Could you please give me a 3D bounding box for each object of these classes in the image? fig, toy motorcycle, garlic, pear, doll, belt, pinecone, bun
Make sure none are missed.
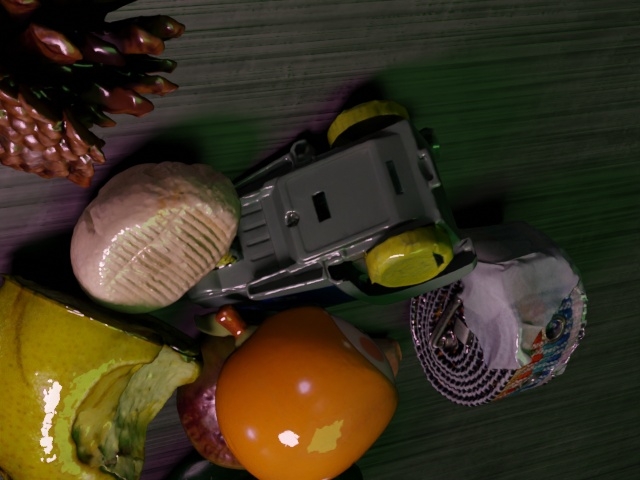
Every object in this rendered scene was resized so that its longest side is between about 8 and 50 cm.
[{"bbox_3d":[-0.084,0.189,1.999,0.181,0.181,0.191,-24,-179,-15],"label":"fig"},{"bbox_3d":[0.000,0.000,1.863,0.326,0.191,0.200,-22,156,14],"label":"toy motorcycle"},{"bbox_3d":[0.046,0.161,2.180,0.152,0.066,0.084,8,100,-50],"label":"garlic"},{"bbox_3d":[-0.271,0.183,1.771,0.238,0.164,0.255,26,90,-57],"label":"pear"},{"bbox_3d":[-0.041,0.152,1.808,0.213,0.236,0.213,-48,-178,2],"label":"doll"},{"bbox_3d":[0.222,0.094,2.113,0.150,0.207,0.257,-15,149,-30],"label":"belt"},{"bbox_3d":[-0.226,-0.173,1.391,0.264,0.264,0.264,-22,144,-18],"label":"pinecone"},{"bbox_3d":[-0.174,-0.011,1.734,0.188,0.111,0.164,-44,136,10],"label":"bun"}]

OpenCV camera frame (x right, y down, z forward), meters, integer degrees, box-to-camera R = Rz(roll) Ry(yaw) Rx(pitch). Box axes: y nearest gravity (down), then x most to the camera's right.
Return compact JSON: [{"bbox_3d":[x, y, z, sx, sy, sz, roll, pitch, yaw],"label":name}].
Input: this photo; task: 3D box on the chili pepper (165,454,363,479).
[{"bbox_3d":[-0.072,0.363,2.185,0.257,0.233,0.248,-33,162,-18],"label":"chili pepper"}]
